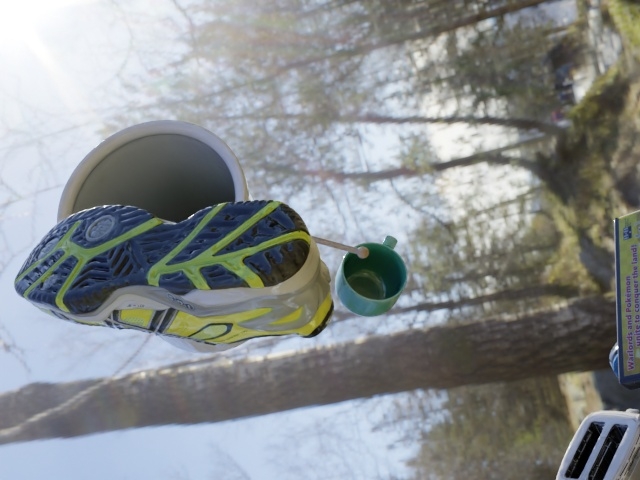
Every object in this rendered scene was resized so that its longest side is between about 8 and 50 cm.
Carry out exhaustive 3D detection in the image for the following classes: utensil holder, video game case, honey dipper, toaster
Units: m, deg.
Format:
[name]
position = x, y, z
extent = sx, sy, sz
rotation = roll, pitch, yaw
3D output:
[utensil holder]
position = -0.251, 0.016, 1.649
extent = 0.385, 0.327, 0.327
rotation = 67, -167, -64
[video game case]
position = 0.521, 0.050, 1.220
extent = 0.035, 0.248, 0.275
rotation = 31, -127, -31
[honey dipper]
position = 0.000, 0.000, 1.384
extent = 0.030, 0.161, 0.030
rotation = -45, -37, -51
[toaster]
position = 0.456, 0.371, 1.380
extent = 0.146, 0.129, 0.227
rotation = 51, -120, -23

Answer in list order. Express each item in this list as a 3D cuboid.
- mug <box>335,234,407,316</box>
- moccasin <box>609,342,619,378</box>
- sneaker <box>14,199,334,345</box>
[mug]
position = 0.104, 0.077, 1.731
extent = 0.129, 0.158, 0.097
rotation = 56, 153, 21
[moccasin]
position = 0.604, 0.109, 1.390
extent = 0.138, 0.342, 0.117
rotation = 52, -165, -18
[sneaker]
position = -0.164, 0.054, 0.940
extent = 0.147, 0.385, 0.145
rotation = 59, -136, -41
